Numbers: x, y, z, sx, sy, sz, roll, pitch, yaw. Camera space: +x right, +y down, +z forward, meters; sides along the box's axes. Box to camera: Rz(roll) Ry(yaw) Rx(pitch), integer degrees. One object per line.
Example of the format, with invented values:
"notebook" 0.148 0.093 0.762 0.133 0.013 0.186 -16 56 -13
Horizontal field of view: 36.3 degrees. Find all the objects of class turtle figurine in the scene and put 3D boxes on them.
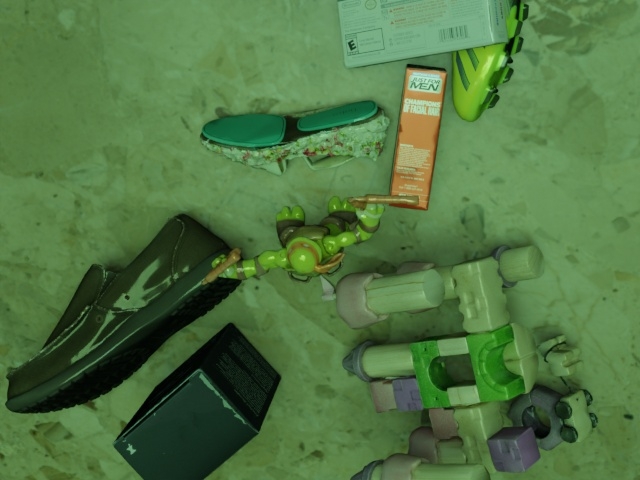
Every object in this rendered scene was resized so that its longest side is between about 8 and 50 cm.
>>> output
"turtle figurine" 0.000 0.000 1.174 0.269 0.217 0.087 -24 99 10

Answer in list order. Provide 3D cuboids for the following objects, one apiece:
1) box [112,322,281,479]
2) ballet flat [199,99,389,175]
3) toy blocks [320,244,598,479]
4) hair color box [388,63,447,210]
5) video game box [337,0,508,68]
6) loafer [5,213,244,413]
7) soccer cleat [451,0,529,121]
"box" -0.151 0.215 1.243 0.153 0.207 0.108 -41 95 13
"ballet flat" -0.031 -0.119 1.225 0.240 0.091 0.077 -5 127 11
"toy blocks" 0.136 0.161 1.224 0.260 0.308 0.289 -13 90 43
"hair color box" 0.119 -0.128 1.197 0.053 0.093 0.167 7 104 4
"video game box" 0.109 -0.307 1.131 0.205 0.048 0.187 -2 101 37
"loafer" -0.269 0.097 1.287 0.365 0.134 0.130 -36 73 3
"soccer cleat" 0.188 -0.289 1.162 0.121 0.093 0.289 14 103 14
